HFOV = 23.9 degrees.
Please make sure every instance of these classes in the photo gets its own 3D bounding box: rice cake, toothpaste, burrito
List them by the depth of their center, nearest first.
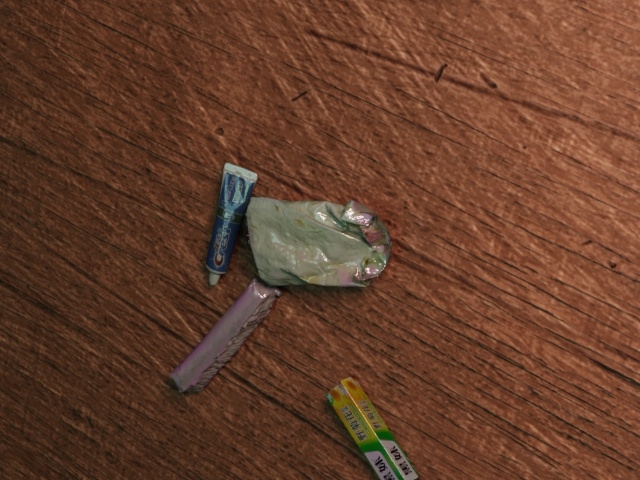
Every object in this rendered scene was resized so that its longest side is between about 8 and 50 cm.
[{"bbox_3d":[0.000,0.000,2.138,0.229,0.089,0.144,2,116,38],"label":"burrito"},{"bbox_3d":[0.075,0.280,2.176,0.043,0.037,0.178,-43,74,35],"label":"toothpaste"},{"bbox_3d":[-0.141,-0.021,2.274,0.057,0.035,0.197,22,113,15],"label":"toothpaste"},{"bbox_3d":[-0.146,0.146,2.307,0.270,0.049,0.055,-48,58,36],"label":"rice cake"}]
